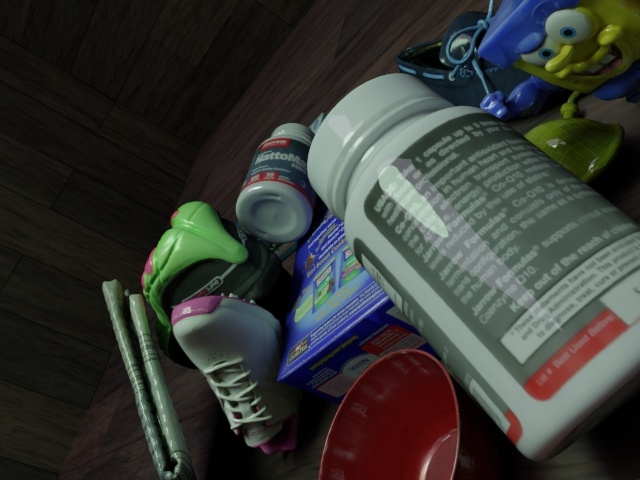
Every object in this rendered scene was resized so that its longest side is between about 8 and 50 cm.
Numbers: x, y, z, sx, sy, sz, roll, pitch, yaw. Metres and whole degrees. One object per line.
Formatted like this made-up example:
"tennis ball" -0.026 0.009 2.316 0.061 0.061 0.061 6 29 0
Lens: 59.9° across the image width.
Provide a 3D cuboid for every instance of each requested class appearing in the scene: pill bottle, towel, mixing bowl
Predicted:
"pill bottle" -0.053 -0.092 0.821 0.108 0.108 0.180 -42 25 38
"towel" -0.253 0.251 0.883 0.324 0.056 0.312 60 160 28
"pill bottle" 0.121 0.001 0.424 0.161 0.161 0.283 -52 55 20
"mixing bowl" 0.089 0.199 0.489 0.181 0.098 0.181 -45 27 31

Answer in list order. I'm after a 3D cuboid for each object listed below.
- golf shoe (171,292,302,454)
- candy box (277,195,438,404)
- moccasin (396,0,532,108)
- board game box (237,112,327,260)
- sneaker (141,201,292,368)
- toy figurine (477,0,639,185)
"golf shoe" -0.089 0.178 0.711 0.115 0.306 0.140 -18 52 11
"candy box" 0.077 0.009 0.713 0.268 0.122 0.317 -44 29 39
"moccasin" 0.196 -0.233 0.719 0.138 0.117 0.342 -47 19 -19
"board game box" -0.078 -0.081 1.210 0.336 0.079 0.254 -39 30 42
"sneaker" -0.142 0.123 0.882 0.483 0.202 0.185 99 -163 -67
"toy figurine" 0.206 -0.170 0.431 0.362 0.217 0.191 142 151 -71
